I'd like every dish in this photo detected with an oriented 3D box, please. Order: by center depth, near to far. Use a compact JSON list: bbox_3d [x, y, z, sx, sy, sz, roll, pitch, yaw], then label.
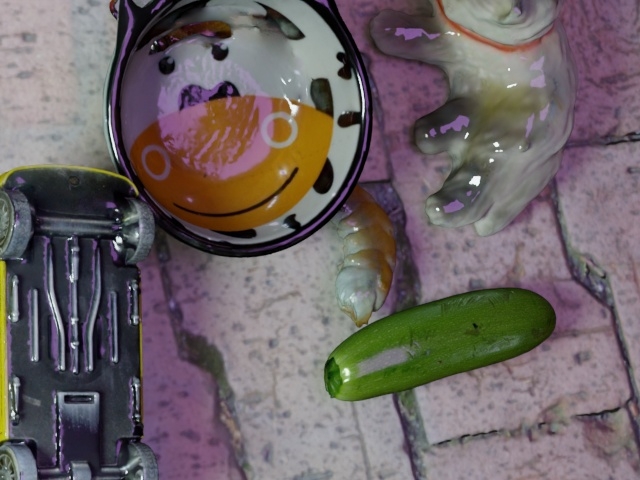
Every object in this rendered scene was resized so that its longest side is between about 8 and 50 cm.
[{"bbox_3d":[-0.096,-0.127,1.664,0.303,0.120,0.303,-1,93,-25],"label":"dish"}]

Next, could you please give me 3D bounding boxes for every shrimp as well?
[{"bbox_3d":[0.000,0.000,1.742,0.166,0.049,0.161,17,61,-20],"label":"shrimp"}]

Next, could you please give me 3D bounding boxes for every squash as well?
[{"bbox_3d":[0.130,0.102,1.782,0.292,0.082,0.082,-13,86,-31],"label":"squash"}]

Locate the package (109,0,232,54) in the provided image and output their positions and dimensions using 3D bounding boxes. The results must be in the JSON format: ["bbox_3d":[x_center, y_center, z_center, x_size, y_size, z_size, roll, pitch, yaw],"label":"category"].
[{"bbox_3d":[-0.085,-0.201,1.750,0.154,0.030,0.239,-48,109,-16],"label":"package"}]

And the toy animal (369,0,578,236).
[{"bbox_3d":[0.189,-0.176,1.825,0.266,0.188,0.308,36,61,-28],"label":"toy animal"}]

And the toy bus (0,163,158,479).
[{"bbox_3d":[-0.239,0.103,1.535,0.144,0.152,0.330,4,80,-34],"label":"toy bus"}]
